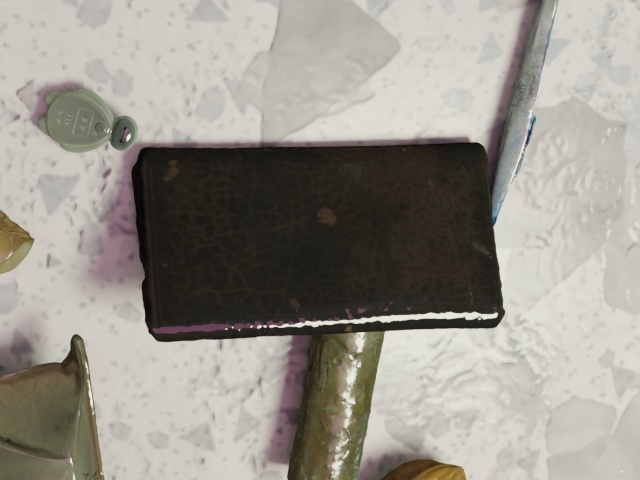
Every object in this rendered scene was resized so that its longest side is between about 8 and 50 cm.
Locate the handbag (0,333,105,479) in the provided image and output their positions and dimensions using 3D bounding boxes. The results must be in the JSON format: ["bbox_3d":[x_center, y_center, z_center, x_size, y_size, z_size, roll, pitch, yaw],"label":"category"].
[{"bbox_3d":[-0.259,0.225,1.389,0.182,0.117,0.270,-14,108,-17],"label":"handbag"}]

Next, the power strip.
[{"bbox_3d":[-0.194,-0.099,1.380,0.083,0.035,0.055,16,98,-4],"label":"power strip"}]

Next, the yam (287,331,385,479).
[{"bbox_3d":[0.014,0.141,1.469,0.068,0.068,0.169,9,99,-17],"label":"yam"}]

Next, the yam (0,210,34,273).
[{"bbox_3d":[-0.362,-0.072,1.321,0.299,0.066,0.066,39,91,-19],"label":"yam"}]

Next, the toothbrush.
[{"bbox_3d":[0.204,-0.210,1.455,0.042,0.035,0.413,14,99,3],"label":"toothbrush"}]

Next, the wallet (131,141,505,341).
[{"bbox_3d":[0.000,0.000,1.423,0.321,0.044,0.170,-2,78,-14],"label":"wallet"}]

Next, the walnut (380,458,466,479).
[{"bbox_3d":[0.090,0.256,1.501,0.124,0.105,0.105,-45,109,-5],"label":"walnut"}]
